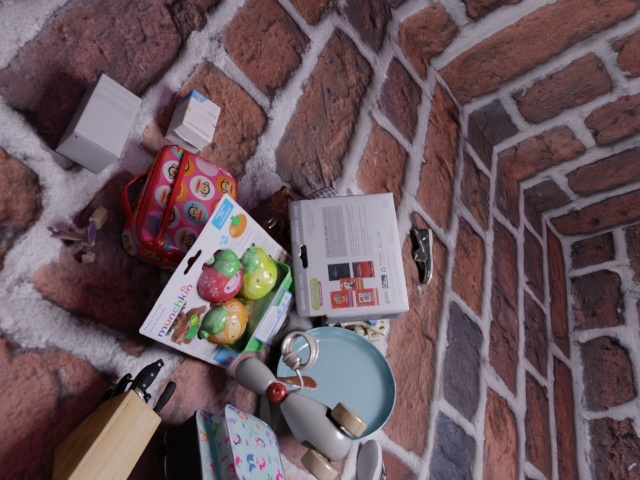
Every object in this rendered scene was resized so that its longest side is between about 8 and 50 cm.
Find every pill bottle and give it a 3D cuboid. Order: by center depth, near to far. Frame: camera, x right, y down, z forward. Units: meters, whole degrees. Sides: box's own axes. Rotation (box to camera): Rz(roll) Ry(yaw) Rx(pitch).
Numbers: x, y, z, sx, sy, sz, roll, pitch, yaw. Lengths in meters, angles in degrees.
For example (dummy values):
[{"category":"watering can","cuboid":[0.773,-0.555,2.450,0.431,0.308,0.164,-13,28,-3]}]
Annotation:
[{"category":"pill bottle","cuboid":[0.026,0.428,1.410,0.121,0.121,0.221,49,42,-21]}]

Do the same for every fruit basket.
[{"category":"fruit basket","cuboid":[-0.197,0.115,1.155,0.326,0.166,0.353,-60,154,-14]}]

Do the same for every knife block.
[{"category":"knife block","cuboid":[-0.354,0.336,0.937,0.242,0.276,0.088,-43,108,-18]}]

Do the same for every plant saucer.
[{"category":"plant saucer","cuboid":[0.040,0.372,1.349,0.318,0.043,0.317,9,49,-10]}]

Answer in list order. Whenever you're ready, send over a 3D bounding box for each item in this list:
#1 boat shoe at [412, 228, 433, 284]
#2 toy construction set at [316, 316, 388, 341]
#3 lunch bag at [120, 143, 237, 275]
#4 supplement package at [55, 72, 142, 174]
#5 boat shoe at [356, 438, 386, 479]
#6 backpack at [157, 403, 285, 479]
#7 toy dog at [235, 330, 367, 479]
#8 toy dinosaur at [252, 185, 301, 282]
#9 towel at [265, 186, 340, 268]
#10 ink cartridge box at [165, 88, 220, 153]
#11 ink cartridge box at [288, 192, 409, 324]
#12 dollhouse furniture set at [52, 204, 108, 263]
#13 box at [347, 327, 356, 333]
[{"category":"boat shoe","cuboid":[0.405,0.064,2.069,0.079,0.084,0.232,3,74,-8]},{"category":"toy construction set","cuboid":[0.098,0.180,1.508,0.215,0.151,0.327,-34,136,-22]},{"category":"lunch bag","cuboid":[-0.345,-0.075,1.237,0.258,0.120,0.292,28,55,-32]},{"category":"supplement package","cuboid":[-0.494,-0.260,1.157,0.105,0.105,0.179,34,49,-35]},{"category":"boat shoe","cuboid":[0.150,0.685,1.472,0.070,0.078,0.219,26,62,-38]},{"category":"backpack","cuboid":[-0.185,0.478,1.073,0.253,0.191,0.225,51,10,-43]},{"category":"toy dog","cuboid":[-0.040,0.395,1.192,0.333,0.220,0.161,56,-8,27]},{"category":"toy dinosaur","cuboid":[-0.104,0.024,1.389,0.127,0.200,0.295,-37,100,-51]},{"category":"towel","cuboid":[0.000,0.000,1.547,0.235,0.121,0.283,-29,92,-38]},{"category":"ink cartridge box","cuboid":[-0.339,-0.305,1.366,0.092,0.090,0.143,33,51,-35]},{"category":"ink cartridge box","cuboid":[0.062,0.048,1.322,0.272,0.130,0.309,-4,72,-3]},{"category":"dollhouse furniture set","cuboid":[-0.511,-0.021,1.102,0.081,0.090,0.114,7,32,-4]},{"category":"box","cuboid":[0.092,0.348,1.597,0.094,0.027,0.136,-8,78,-51]}]
